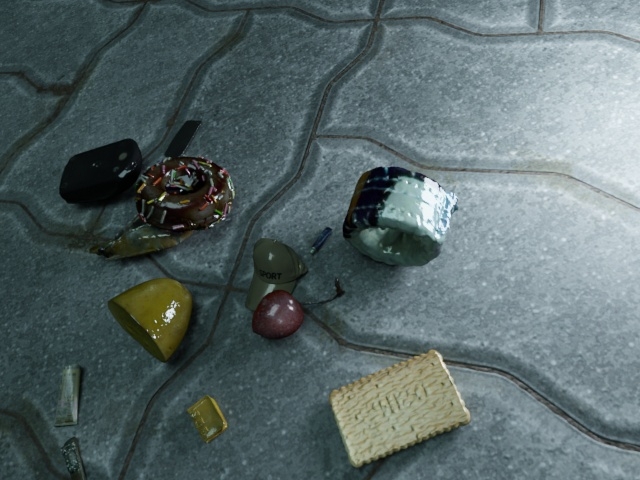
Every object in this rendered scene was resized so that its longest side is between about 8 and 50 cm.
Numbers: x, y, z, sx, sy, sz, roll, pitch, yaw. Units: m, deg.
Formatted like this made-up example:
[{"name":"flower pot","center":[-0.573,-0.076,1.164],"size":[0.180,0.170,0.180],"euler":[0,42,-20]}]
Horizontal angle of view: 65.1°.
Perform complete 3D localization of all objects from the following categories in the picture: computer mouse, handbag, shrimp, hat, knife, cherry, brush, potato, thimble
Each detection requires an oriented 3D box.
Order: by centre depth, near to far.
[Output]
[{"name":"handbag","center":[-0.243,0.383,1.077],"size":[0.061,0.027,0.083],"euler":[-35,59,-7]},{"name":"brush","center":[-0.525,0.514,1.081],"size":[0.034,0.027,0.190],"euler":[-33,58,-3]},{"name":"thimble","center":[0.173,-0.046,1.093],"size":[0.237,0.237,0.150],"euler":[11,66,22]},{"name":"cherry","center":[-0.057,0.141,1.128],"size":[0.225,0.090,0.107],"euler":[-35,91,-16]},{"name":"potato","center":[-0.375,0.165,1.175],"size":[0.158,0.178,0.203],"euler":[-41,32,-27]},{"name":"hat","center":[-0.120,0.086,1.182],"size":[0.147,0.085,0.175],"euler":[9,62,20]},{"name":"shrimp","center":[-0.479,-0.029,1.367],"size":[0.317,0.077,0.168],"euler":[-15,48,1]},{"name":"computer mouse","center":[-0.634,-0.197,1.487],"size":[0.269,0.100,0.170],"euler":[-11,53,15]},{"name":"knife","center":[-0.439,-0.276,1.531],"size":[0.072,0.019,0.245],"euler":[7,60,24]}]

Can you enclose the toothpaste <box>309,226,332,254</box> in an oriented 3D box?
[{"name":"toothpaste","center":[0.000,0.000,1.239],"size":[0.027,0.019,0.083],"euler":[15,62,50]}]

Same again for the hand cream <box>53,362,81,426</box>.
[{"name":"hand cream","center":[-0.593,0.365,1.188],"size":[0.061,0.039,0.143],"euler":[-6,68,5]}]

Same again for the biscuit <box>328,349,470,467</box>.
[{"name":"biscuit","center":[0.151,0.330,0.993],"size":[0.249,0.030,0.160],"euler":[-24,56,1]}]

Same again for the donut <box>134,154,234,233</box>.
[{"name":"donut","center":[-0.360,-0.129,1.326],"size":[0.269,0.103,0.270],"euler":[1,43,-1]}]
